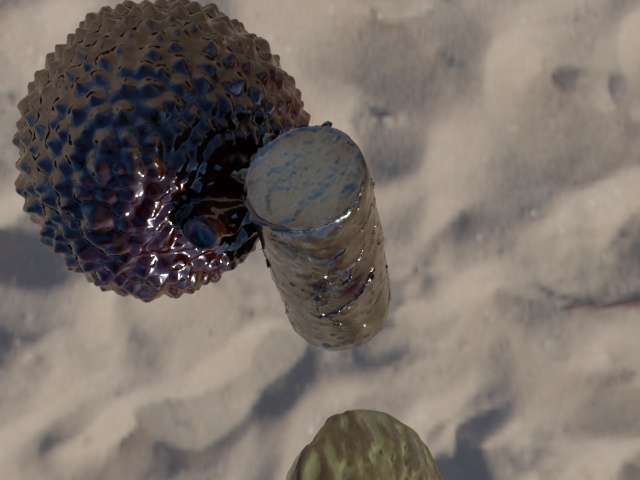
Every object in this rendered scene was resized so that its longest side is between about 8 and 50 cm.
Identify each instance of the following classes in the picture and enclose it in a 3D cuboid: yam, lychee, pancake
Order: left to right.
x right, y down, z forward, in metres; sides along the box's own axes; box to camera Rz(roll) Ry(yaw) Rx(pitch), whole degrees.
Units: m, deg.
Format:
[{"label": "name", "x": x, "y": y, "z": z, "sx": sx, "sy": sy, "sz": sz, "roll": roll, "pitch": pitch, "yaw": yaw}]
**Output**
[{"label": "lychee", "x": -0.161, "y": -0.096, "z": 1.754, "sx": 0.306, "sy": 0.330, "sz": 0.306, "roll": -20, "pitch": 134, "yaw": -22}, {"label": "yam", "x": 0.002, "y": 0.000, "z": 1.681, "sx": 0.131, "sy": 0.131, "sz": 0.279, "roll": -6, "pitch": 153, "yaw": 5}, {"label": "pancake", "x": 0.029, "y": 0.193, "z": 0.927, "sx": 0.029, "sy": 0.212, "sz": 0.235, "roll": -6, "pitch": 155, "yaw": 26}]
